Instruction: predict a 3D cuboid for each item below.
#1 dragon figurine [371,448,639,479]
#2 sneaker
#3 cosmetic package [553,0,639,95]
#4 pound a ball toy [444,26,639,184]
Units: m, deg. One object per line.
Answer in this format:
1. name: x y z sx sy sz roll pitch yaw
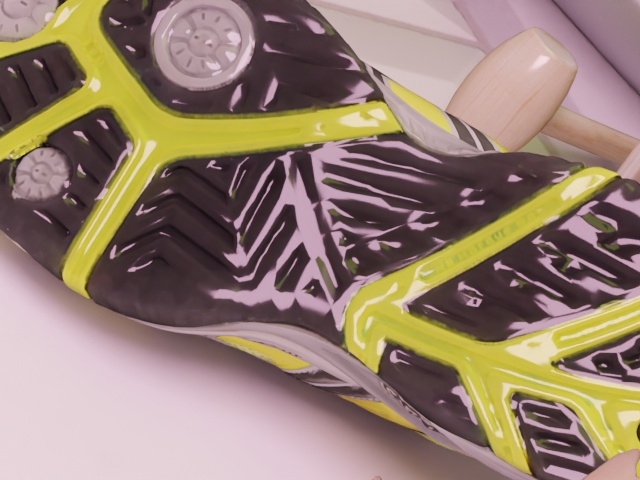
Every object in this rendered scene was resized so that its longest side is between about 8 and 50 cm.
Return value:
1. dragon figurine: 0.035 0.143 0.574 0.289 0.144 0.085 -10 51 -25
2. sneaker: 0.000 0.000 0.728 0.384 0.145 0.147 32 -8 13
3. cosmetic package: 0.181 -0.289 1.137 0.453 0.230 0.161 54 -1 29
4. pound a ball toy: 0.245 -0.026 0.962 0.319 0.136 0.208 4 42 -41
